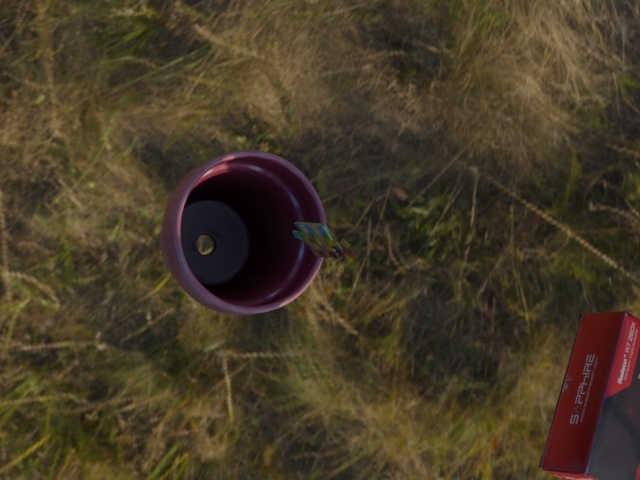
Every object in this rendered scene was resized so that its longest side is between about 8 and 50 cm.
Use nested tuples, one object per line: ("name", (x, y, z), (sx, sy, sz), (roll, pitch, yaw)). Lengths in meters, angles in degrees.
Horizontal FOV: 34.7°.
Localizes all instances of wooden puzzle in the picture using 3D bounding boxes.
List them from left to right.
("wooden puzzle", (0.000, 0.000, 1.099), (0.083, 0.006, 0.049), (4, 139, 49))

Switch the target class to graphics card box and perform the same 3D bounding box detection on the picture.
("graphics card box", (0.493, 0.274, 1.421), (0.371, 0.233, 0.094), (29, 159, -23))

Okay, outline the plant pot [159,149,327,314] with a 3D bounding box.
("plant pot", (-0.118, -0.005, 1.305), (0.201, 0.201, 0.180), (51, 157, -13))
